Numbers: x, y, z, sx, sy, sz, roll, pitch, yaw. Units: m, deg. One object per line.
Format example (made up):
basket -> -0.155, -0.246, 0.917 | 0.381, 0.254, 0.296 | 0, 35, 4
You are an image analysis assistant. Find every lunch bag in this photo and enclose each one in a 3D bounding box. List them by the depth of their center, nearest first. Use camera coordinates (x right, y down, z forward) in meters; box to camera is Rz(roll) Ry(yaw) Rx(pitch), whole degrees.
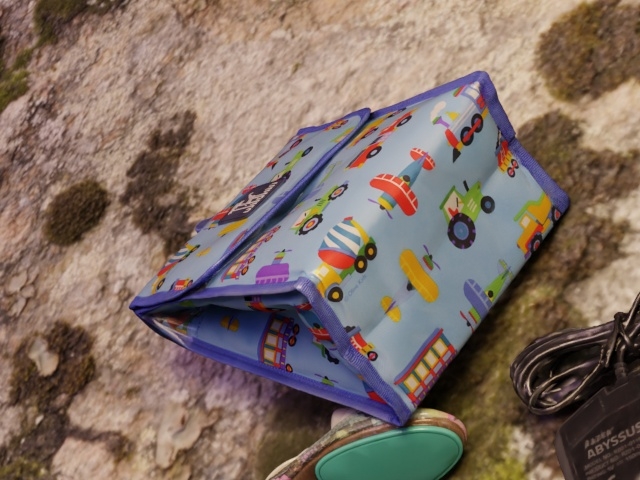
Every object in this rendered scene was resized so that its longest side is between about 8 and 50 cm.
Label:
lunch bag -> 0.000, 0.000, 1.117 | 0.293, 0.138, 0.221 | 2, 45, 53

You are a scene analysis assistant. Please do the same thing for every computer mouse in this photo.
computer mouse -> 0.219, 0.141, 0.897 | 0.188, 0.072, 0.272 | -29, 36, 24

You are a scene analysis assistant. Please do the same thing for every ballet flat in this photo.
ballet flat -> 0.005, 0.170, 1.062 | 0.221, 0.077, 0.079 | -37, 25, 17
